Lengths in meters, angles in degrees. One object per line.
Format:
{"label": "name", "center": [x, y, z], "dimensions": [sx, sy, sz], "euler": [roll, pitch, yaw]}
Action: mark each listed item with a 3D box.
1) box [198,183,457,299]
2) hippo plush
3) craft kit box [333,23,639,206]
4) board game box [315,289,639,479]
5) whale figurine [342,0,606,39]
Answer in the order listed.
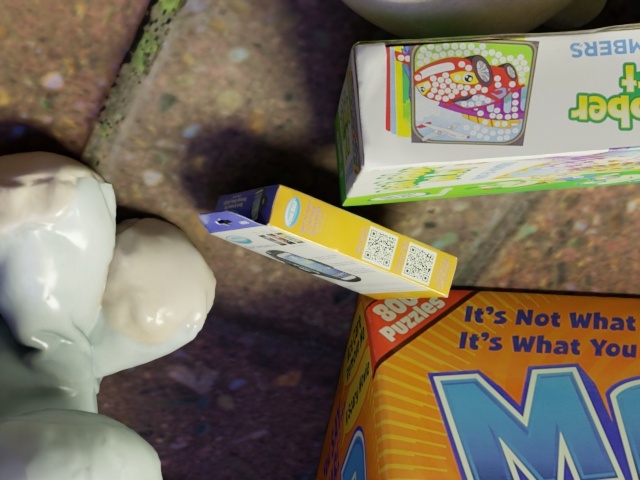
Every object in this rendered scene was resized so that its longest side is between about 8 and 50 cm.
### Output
{"label": "box", "center": [0.000, 0.000, 0.795], "dimensions": [0.136, 0.028, 0.081], "euler": [24, 166, -25]}
{"label": "hippo plush", "center": [-0.198, 0.115, 0.770], "dimensions": [0.234, 0.236, 0.294], "euler": [21, 129, -25]}
{"label": "craft kit box", "center": [0.132, -0.057, 0.656], "dimensions": [0.247, 0.061, 0.250], "euler": [-2, 178, -1]}
{"label": "board game box", "center": [0.185, 0.282, 0.892], "dimensions": [0.357, 0.356, 0.356], "euler": [3, 135, -8]}
{"label": "whale figurine", "center": [0.098, -0.194, 0.591], "dimensions": [0.272, 0.141, 0.216], "euler": [-23, 135, -18]}
